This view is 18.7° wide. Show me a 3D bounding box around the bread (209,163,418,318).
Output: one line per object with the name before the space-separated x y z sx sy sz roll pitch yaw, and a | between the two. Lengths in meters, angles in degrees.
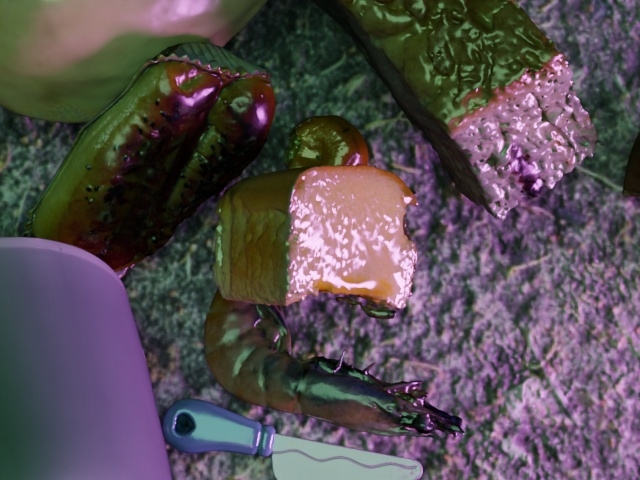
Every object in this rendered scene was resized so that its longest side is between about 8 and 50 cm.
bread | 0.000 0.000 1.761 0.160 0.169 0.140 1 91 -29

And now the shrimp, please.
shrimp | 0.028 0.077 1.798 0.262 0.051 0.198 17 81 9

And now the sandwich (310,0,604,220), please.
sandwich | 0.107 -0.173 1.733 0.131 0.262 0.325 -39 83 0

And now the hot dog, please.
hot dog | -0.153 -0.064 1.744 0.270 0.162 0.082 -48 49 15

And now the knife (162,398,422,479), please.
knife | -0.028 0.200 1.796 0.244 0.032 0.058 16 79 -1

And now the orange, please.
orange | 0.007 -0.074 1.818 0.086 0.062 0.086 -2 82 17

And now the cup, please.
cup | -0.289 0.211 1.659 0.357 0.259 0.274 -46 47 31

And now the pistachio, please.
pistachio | -0.186 -0.234 1.769 0.308 0.230 0.230 -23 81 -14

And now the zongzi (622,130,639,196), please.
zongzi | 0.388 -0.051 1.743 0.204 0.205 0.094 18 92 0
